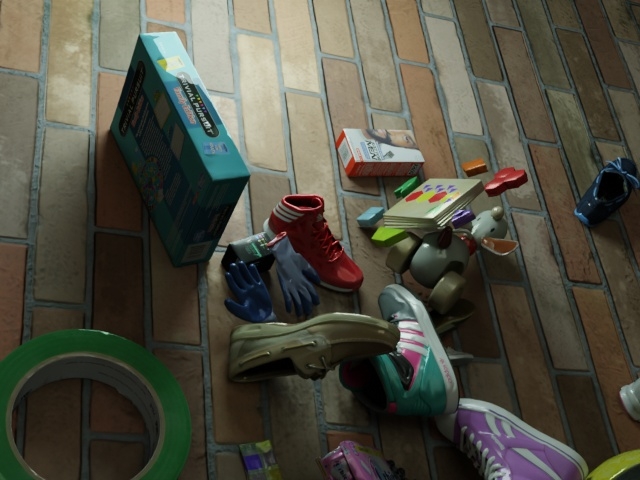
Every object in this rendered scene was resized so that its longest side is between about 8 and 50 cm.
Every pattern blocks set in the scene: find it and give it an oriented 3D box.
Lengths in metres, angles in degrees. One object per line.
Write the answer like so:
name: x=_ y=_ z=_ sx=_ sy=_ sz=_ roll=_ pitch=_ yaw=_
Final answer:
pattern blocks set: x=0.217 y=-0.070 z=1.958 sx=0.285 sy=0.325 sz=0.026 roll=-34 pitch=110 yaw=-15

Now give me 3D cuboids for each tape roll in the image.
tape roll: x=-0.360 y=0.291 z=1.565 sx=0.321 sy=0.077 sz=0.321 roll=13 pitch=50 yaw=-16

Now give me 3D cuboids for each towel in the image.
towel: x=-0.096 y=0.365 z=1.674 sx=0.060 sy=0.009 sz=0.083 roll=-4 pitch=57 yaw=-26

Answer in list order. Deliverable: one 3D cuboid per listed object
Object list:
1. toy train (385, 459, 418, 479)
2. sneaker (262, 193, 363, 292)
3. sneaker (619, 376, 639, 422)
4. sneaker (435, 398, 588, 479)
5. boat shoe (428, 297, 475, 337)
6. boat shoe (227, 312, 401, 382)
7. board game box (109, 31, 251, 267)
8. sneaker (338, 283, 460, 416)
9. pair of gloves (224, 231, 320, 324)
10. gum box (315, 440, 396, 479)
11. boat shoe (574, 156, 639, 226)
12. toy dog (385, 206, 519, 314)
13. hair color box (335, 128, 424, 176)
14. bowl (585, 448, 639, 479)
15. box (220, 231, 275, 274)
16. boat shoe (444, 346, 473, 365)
toy train: x=0.165 y=0.429 z=1.734 sx=0.158 sy=0.027 sz=0.036 roll=37 pitch=52 yaw=6
sneaker: x=0.000 y=0.000 z=1.921 sx=0.221 sy=0.128 sz=0.087 roll=33 pitch=48 yaw=2
sneaker: x=0.724 y=0.299 z=2.036 sx=0.252 sy=0.111 sz=0.103 roll=-2 pitch=56 yaw=-26
sneaker: x=0.288 y=0.370 z=1.729 sx=0.282 sy=0.102 sz=0.161 roll=20 pitch=41 yaw=35
boat shoe: x=0.233 y=0.154 z=1.964 sx=0.152 sy=0.049 sz=0.056 roll=-19 pitch=46 yaw=-34
boat shoe: x=-0.013 y=0.189 z=1.718 sx=0.302 sy=0.109 sz=0.098 roll=-5 pitch=58 yaw=17
board game box: x=-0.259 y=-0.163 z=1.843 sx=0.079 sy=0.254 sz=0.336 roll=-11 pitch=60 yaw=-32
sneaker: x=0.112 y=0.199 z=1.832 sx=0.178 sy=0.124 sz=0.295 roll=-5 pitch=41 yaw=-18
pair of gloves: x=-0.087 y=0.087 z=1.845 sx=0.198 sy=0.023 sz=0.159 roll=-34 pitch=102 yaw=-34
gum box: x=0.066 y=0.383 z=1.626 sx=0.107 sy=0.062 sz=0.188 roll=60 pitch=10 yaw=23
boat shoe: x=0.676 y=-0.119 z=2.352 sx=0.109 sy=0.089 sz=0.258 roll=36 pitch=48 yaw=5
toy dog: x=0.269 y=-0.009 z=1.998 sx=0.220 sy=0.161 sz=0.334 roll=27 pitch=40 yaw=2
hair color box: x=0.126 y=-0.186 z=2.175 sx=0.167 sy=0.053 sz=0.093 roll=-2 pitch=55 yaw=-27
bowl: x=0.536 y=0.474 z=1.763 sx=0.289 sy=0.290 sz=0.156 roll=13 pitch=7 yaw=-15
box: x=-0.129 y=0.030 z=1.883 sx=0.083 sy=0.062 sz=0.052 roll=-20 pitch=64 yaw=-35
boat shoe: x=0.240 y=0.215 z=1.931 sx=0.100 sy=0.035 sz=0.035 roll=-1 pitch=58 yaw=-18
